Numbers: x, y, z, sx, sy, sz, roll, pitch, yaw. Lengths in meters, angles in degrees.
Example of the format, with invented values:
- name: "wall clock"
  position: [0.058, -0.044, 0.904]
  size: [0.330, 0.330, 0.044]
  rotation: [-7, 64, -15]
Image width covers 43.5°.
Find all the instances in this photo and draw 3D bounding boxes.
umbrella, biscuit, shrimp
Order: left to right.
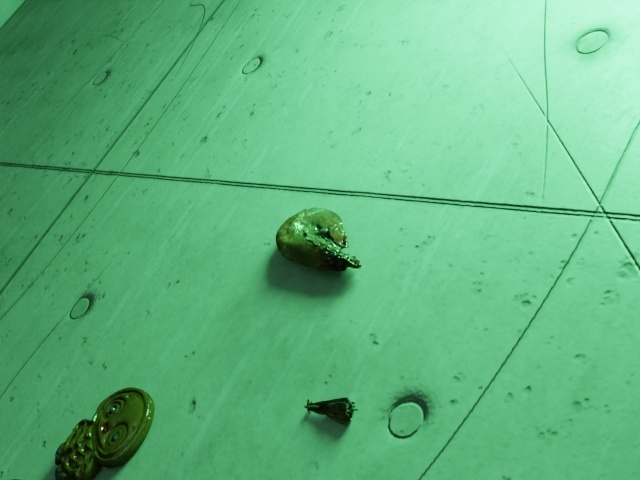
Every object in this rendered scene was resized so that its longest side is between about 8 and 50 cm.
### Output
- name: "biscuit"
  position: [-0.309, 0.278, 1.139]
  size: [0.175, 0.026, 0.124]
  rotation: [-36, 37, 6]
- name: "shrimp"
  position: [0.000, 0.000, 1.136]
  size: [0.101, 0.042, 0.190]
  rotation: [-41, 36, -12]
- name: "umbrella"
  position: [0.013, 0.199, 0.950]
  size: [0.083, 0.020, 0.032]
  rotation: [-4, 90, 38]

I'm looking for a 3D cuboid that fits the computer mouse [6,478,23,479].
- name: "computer mouse"
  position: [-0.504, 0.419, 1.142]
  size: [0.232, 0.057, 0.120]
  rotation: [-26, 40, 15]
